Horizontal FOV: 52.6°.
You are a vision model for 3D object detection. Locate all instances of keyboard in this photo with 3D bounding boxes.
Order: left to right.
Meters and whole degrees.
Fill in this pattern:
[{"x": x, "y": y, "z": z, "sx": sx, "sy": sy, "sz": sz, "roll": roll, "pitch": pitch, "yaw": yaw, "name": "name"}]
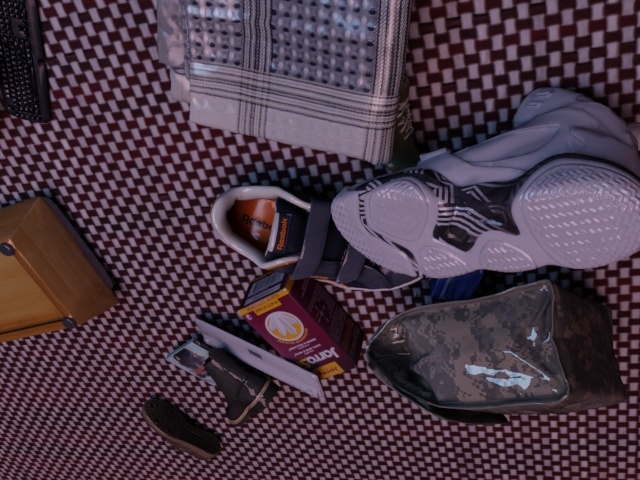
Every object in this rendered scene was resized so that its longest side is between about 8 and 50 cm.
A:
[{"x": -0.435, "y": -0.250, "z": 0.896, "sx": 0.100, "sy": 0.038, "sz": 0.192, "roll": 14, "pitch": 127, "yaw": 5, "name": "keyboard"}, {"x": -0.107, "y": 0.196, "z": 1.096, "sx": 0.256, "sy": 0.014, "sz": 0.072, "roll": 20, "pitch": 142, "yaw": 26, "name": "keyboard"}]

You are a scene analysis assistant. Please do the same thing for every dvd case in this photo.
[{"x": -0.212, "y": 0.227, "z": 1.197, "sx": 0.119, "sy": 0.013, "sz": 0.087, "roll": 36, "pitch": 128, "yaw": -27, "name": "dvd case"}]

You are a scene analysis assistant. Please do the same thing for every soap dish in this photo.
[{"x": -0.528, "y": 0.065, "z": 1.106, "sx": 0.291, "sy": 0.118, "sz": 0.229, "roll": -14, "pitch": 121, "yaw": 22, "name": "soap dish"}]

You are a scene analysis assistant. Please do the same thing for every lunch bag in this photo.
[{"x": 0.192, "y": 0.044, "z": 0.931, "sx": 0.065, "sy": 0.067, "sz": 0.098, "roll": 17, "pitch": 130, "yaw": 3, "name": "lunch bag"}, {"x": 0.237, "y": 0.169, "z": 0.903, "sx": 0.287, "sy": 0.168, "sz": 0.235, "roll": -16, "pitch": 157, "yaw": 37, "name": "lunch bag"}]

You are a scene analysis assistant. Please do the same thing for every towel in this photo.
[{"x": -0.056, "y": -0.257, "z": 0.735, "sx": 0.324, "sy": 0.056, "sz": 0.312, "roll": 18, "pitch": 129, "yaw": 19, "name": "towel"}]

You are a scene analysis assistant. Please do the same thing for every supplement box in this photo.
[{"x": -0.028, "y": 0.133, "z": 1.047, "sx": 0.104, "sy": 0.080, "sz": 0.188, "roll": -27, "pitch": 115, "yaw": 30, "name": "supplement box"}]

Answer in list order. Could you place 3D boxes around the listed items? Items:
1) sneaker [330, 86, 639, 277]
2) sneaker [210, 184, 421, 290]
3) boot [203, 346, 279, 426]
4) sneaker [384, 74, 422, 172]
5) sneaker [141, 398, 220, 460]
[{"x": 0.202, "y": -0.068, "z": 0.772, "sx": 0.366, "sy": 0.210, "sz": 0.137, "roll": -1, "pitch": 127, "yaw": 35, "name": "sneaker"}, {"x": 0.000, "y": 0.000, "z": 0.890, "sx": 0.321, "sy": 0.127, "sz": 0.126, "roll": 10, "pitch": 92, "yaw": 7, "name": "sneaker"}, {"x": -0.166, "y": 0.261, "z": 1.182, "sx": 0.137, "sy": 0.077, "sz": 0.198, "roll": 37, "pitch": 140, "yaw": -4, "name": "boot"}, {"x": 0.082, "y": -0.165, "z": 0.803, "sx": 0.192, "sy": 0.064, "sz": 0.086, "roll": 46, "pitch": 129, "yaw": -15, "name": "sneaker"}, {"x": -0.297, "y": 0.398, "z": 1.327, "sx": 0.188, "sy": 0.066, "sz": 0.071, "roll": 40, "pitch": 127, "yaw": -15, "name": "sneaker"}]
